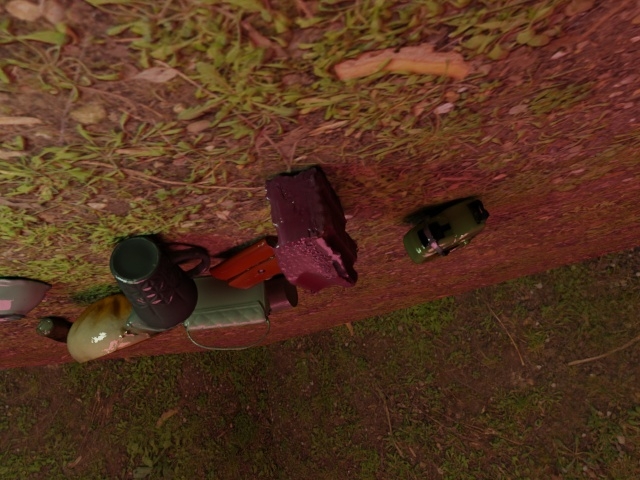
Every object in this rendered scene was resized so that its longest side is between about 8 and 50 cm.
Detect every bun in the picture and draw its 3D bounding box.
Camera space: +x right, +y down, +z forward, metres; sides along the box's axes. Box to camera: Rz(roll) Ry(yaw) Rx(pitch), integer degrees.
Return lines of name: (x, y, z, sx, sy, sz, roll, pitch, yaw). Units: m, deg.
bun: (-0.587, 0.236, 1.447, 0.299, 0.165, 0.299, -21, 177, -1)

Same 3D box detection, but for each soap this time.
soap: (0.000, 0.000, 0.927, 0.112, 0.182, 0.289, -9, 164, 14)

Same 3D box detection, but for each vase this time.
vase: (-0.367, 0.087, 1.121, 0.251, 0.156, 0.301, -34, 163, -16)

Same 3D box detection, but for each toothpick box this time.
toothpick box: (-0.175, 0.182, 1.595, 0.181, 0.111, 0.111, -16, 163, 17)

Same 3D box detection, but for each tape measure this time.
tape measure: (0.284, -0.015, 1.182, 0.175, 0.106, 0.200, -22, 167, -7)

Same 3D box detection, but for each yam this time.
yam: (-0.902, 0.319, 1.733, 0.067, 0.071, 0.317, 28, 162, 1)

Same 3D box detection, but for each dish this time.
dish: (-0.782, 0.151, 1.189, 0.246, 0.078, 0.224, 0, 163, -30)

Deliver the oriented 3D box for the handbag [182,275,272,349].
handbag: (-0.268, 0.207, 1.426, 0.256, 0.219, 0.079, -6, 162, -8)

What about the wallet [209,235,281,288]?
wallet: (-0.156, 0.059, 1.230, 0.204, 0.045, 0.142, -28, 147, 30)

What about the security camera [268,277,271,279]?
security camera: (-0.146, 0.065, 1.321, 0.058, 0.058, 0.092, -8, 156, -5)
